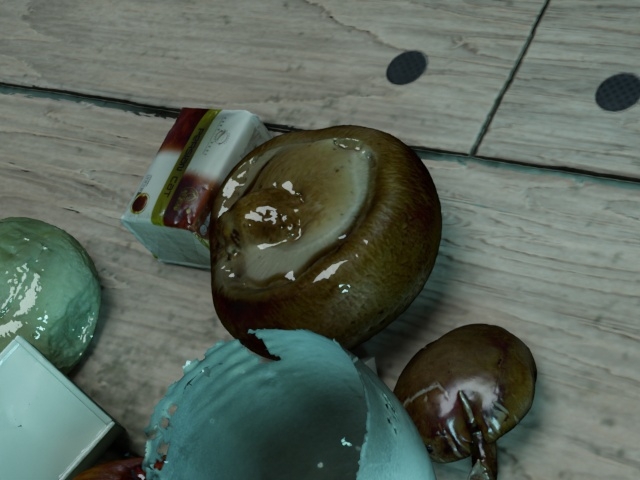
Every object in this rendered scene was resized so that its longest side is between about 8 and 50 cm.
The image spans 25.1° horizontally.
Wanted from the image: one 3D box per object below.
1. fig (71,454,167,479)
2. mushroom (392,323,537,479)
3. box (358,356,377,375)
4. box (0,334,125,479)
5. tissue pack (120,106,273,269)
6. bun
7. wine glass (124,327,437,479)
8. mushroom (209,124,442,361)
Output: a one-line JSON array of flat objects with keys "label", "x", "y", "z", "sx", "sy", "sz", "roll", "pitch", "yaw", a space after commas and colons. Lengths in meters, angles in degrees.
[{"label": "fig", "x": -0.138, "y": 0.291, "z": 1.235, "sx": 0.175, "sy": 0.207, "sz": 0.175, "roll": -7, "pitch": 13, "yaw": 2}, {"label": "mushroom", "x": 0.123, "y": 0.141, "z": 1.228, "sx": 0.135, "sy": 0.080, "sz": 0.170, "roll": -30, "pitch": 43, "yaw": 21}, {"label": "box", "x": -0.030, "y": 0.149, "z": 1.280, "sx": 0.130, "sy": 0.129, "sz": 0.051, "roll": -8, "pitch": 97, "yaw": 25}, {"label": "box", "x": -0.315, "y": 0.221, "z": 1.384, "sx": 0.129, "sy": 0.086, "sz": 0.225, "roll": 41, "pitch": 80, "yaw": 7}, {"label": "tissue pack", "x": -0.121, "y": -0.055, "z": 1.502, "sx": 0.106, "sy": 0.099, "sz": 0.148, "roll": 8, "pitch": 61, "yaw": 35}, {"label": "bun", "x": -0.335, "y": 0.066, "z": 1.529, "sx": 0.221, "sy": 0.108, "sz": 0.221, "roll": -15, "pitch": 51, "yaw": 20}, {"label": "wine glass", "x": 0.016, "y": 0.210, "z": 1.049, "sx": 0.190, "sy": 0.357, "sz": 0.190, "roll": -15, "pitch": 53, "yaw": 21}, {"label": "mushroom", "x": 0.000, "y": 0.000, "z": 1.354, "sx": 0.253, "sy": 0.153, "sz": 0.253, "roll": -18, "pitch": 49, "yaw": 21}]
